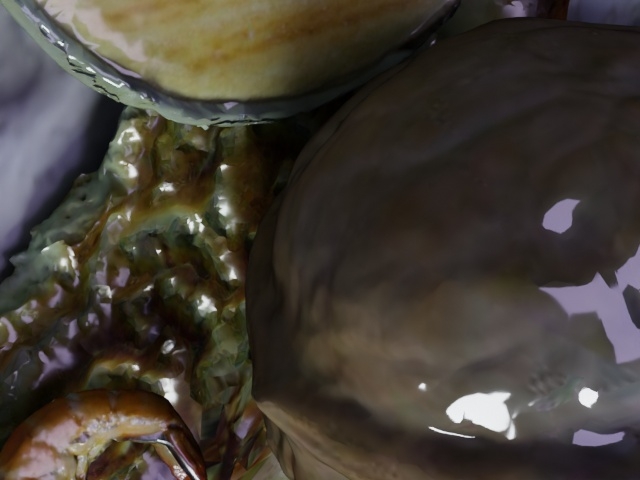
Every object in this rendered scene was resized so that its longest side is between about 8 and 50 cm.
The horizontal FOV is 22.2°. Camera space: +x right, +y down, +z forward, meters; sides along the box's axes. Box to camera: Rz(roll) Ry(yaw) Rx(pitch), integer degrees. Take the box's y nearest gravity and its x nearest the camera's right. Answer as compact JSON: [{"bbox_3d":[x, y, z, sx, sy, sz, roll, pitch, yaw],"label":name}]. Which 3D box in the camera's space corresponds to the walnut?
[{"bbox_3d":[0.075,0.023,0.597,0.224,0.224,0.224,-24,125,-39],"label":"walnut"}]

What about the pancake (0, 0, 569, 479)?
[{"bbox_3d":[0.003,0.003,0.684,0.305,0.067,0.427,37,82,-48],"label":"pancake"}]

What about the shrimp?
[{"bbox_3d":[-0.083,0.117,0.614,0.091,0.025,0.127,-4,105,-37],"label":"shrimp"}]

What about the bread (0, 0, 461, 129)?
[{"bbox_3d":[-0.025,-0.172,0.555,0.267,0.040,0.267,-11,109,-34],"label":"bread"}]
